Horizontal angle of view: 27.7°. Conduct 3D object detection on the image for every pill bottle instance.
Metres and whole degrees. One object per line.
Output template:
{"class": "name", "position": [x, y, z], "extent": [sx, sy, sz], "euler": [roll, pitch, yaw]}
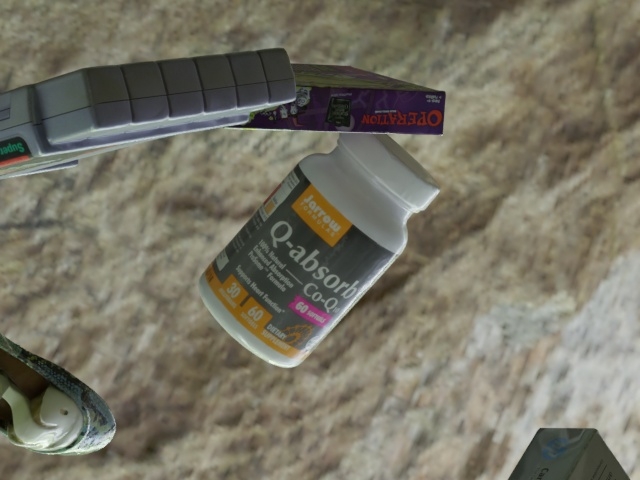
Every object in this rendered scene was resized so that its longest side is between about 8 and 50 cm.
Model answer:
{"class": "pill bottle", "position": [0.000, 0.000, 1.510], "extent": [0.278, 0.162, 0.162], "euler": [-49, -27, 11]}

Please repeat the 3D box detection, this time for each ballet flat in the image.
{"class": "ballet flat", "position": [-0.212, 0.103, 0.866], "extent": [0.188, 0.070, 0.070], "euler": [39, -109, -29]}

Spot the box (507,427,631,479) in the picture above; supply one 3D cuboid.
{"class": "box", "position": [0.125, 0.201, 0.583], "extent": [0.145, 0.038, 0.186], "euler": [-50, -65, -33]}

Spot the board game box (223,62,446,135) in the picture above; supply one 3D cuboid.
{"class": "board game box", "position": [-0.024, -0.149, 1.316], "extent": [0.208, 0.347, 0.056], "euler": [-4, -78, -12]}

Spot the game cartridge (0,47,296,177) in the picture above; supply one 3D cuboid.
{"class": "game cartridge", "position": [-0.223, -0.090, 1.078], "extent": [0.230, 0.355, 0.068], "euler": [-22, -80, -48]}
